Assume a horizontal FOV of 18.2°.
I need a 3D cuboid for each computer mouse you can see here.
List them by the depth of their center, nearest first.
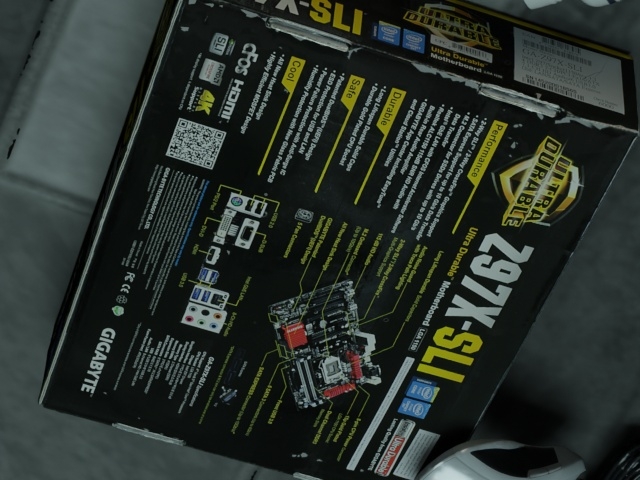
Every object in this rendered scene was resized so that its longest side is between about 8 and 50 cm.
[{"bbox_3d":[0.130,0.161,1.236,0.193,0.042,0.106,7,135,-45],"label":"computer mouse"}]

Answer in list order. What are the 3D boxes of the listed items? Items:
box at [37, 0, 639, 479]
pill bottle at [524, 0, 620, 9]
[{"bbox_3d":[0.000,0.000,1.148,0.257,0.079,0.322,15,129,-10],"label":"box"},{"bbox_3d":[0.157,-0.158,1.013,0.120,0.067,0.067,-15,127,16],"label":"pill bottle"}]
